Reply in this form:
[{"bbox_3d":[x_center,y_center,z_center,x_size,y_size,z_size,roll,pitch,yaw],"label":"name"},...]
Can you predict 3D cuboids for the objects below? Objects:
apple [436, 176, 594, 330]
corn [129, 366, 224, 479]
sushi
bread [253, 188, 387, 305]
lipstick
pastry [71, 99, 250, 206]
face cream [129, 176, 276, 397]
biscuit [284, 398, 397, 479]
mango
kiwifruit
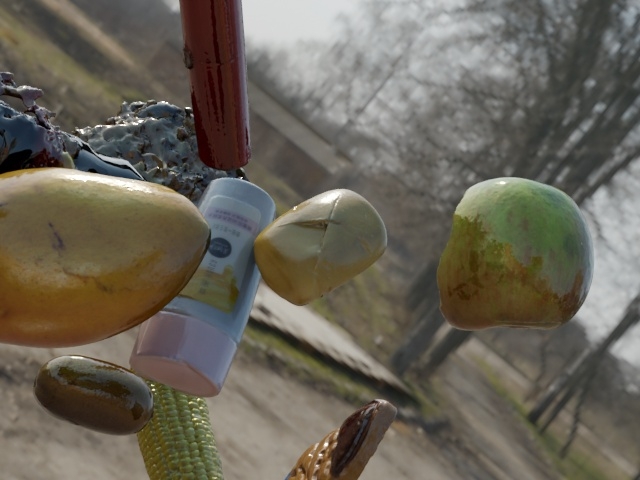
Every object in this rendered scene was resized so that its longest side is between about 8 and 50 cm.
[{"bbox_3d":[0.282,0.022,1.860,0.246,0.226,0.246,1,-5,0],"label":"apple"},{"bbox_3d":[-0.176,0.229,1.506,0.093,0.093,0.244,37,23,-42],"label":"corn"},{"bbox_3d":[-0.280,-0.064,1.079,0.172,0.153,0.150,44,2,10],"label":"sushi"},{"bbox_3d":[0.000,0.000,1.066,0.082,0.115,0.056,55,-17,20],"label":"bread"},{"bbox_3d":[-0.116,-0.206,1.377,0.073,0.073,0.280,41,-35,43],"label":"lipstick"},{"bbox_3d":[-0.208,-0.045,1.536,0.275,0.275,0.193,39,-11,5],"label":"pastry"},{"bbox_3d":[-0.096,0.037,1.077,0.084,0.198,0.057,19,-36,-4],"label":"face cream"},{"bbox_3d":[-0.019,0.246,1.137,0.043,0.280,0.183,29,26,-8],"label":"biscuit"},{"bbox_3d":[-0.193,0.010,0.968,0.112,0.219,0.145,74,10,-71],"label":"mango"},{"bbox_3d":[-0.227,0.156,1.256,0.124,0.075,0.075,19,4,-5],"label":"kiwifruit"}]
